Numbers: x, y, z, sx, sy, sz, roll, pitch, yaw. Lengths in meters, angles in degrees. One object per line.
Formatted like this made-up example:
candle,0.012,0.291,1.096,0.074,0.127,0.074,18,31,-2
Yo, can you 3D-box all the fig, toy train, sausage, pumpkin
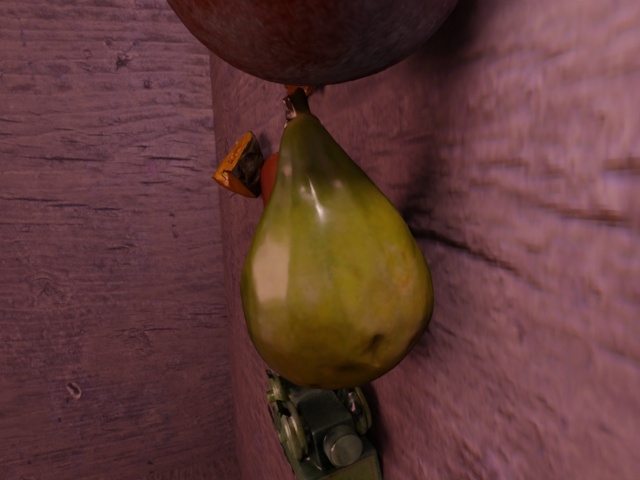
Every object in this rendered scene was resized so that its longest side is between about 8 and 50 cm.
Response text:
fig,-0.010,0.029,0.468,0.314,0.233,0.233,49,175,-25
toy train,-0.003,0.325,0.734,0.272,0.159,0.188,-158,55,-68
sausage,-0.098,-0.083,0.993,0.089,0.083,0.300,113,147,-62
pumpkin,-0.231,-0.239,1.328,0.169,0.148,0.312,-58,26,-11

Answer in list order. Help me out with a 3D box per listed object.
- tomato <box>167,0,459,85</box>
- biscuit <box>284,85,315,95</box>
tomato,-0.004,-0.296,0.353,0.282,0.317,0.316,46,140,37
biscuit,-0.050,-0.384,0.853,0.280,0.043,0.183,-107,26,-42
